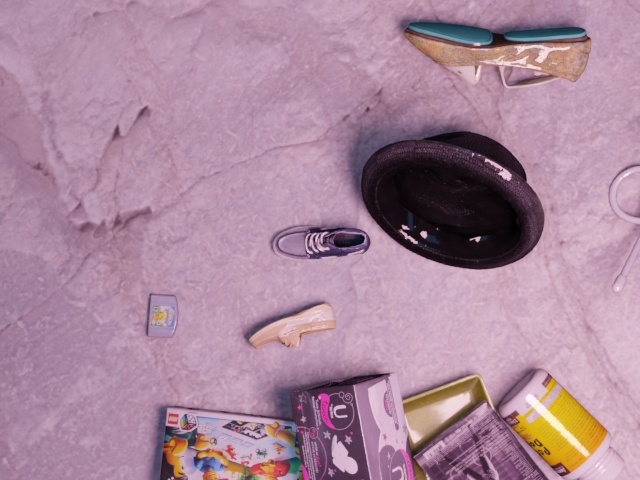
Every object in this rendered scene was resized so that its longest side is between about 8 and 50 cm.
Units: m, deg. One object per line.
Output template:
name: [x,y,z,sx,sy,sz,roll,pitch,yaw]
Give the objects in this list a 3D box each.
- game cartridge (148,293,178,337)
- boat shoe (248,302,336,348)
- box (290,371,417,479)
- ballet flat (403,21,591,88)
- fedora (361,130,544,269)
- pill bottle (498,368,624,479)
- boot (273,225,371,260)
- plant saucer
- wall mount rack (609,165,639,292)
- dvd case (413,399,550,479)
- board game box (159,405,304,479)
game cartridge: [-0.304,0.147,1.626,0.056,0.017,0.083,2,84,2]
boat shoe: [-0.050,0.173,1.574,0.170,0.063,0.059,-23,76,2]
box: [0.066,0.368,1.468,0.142,0.163,0.247,-12,84,33]
ballet flat: [0.329,-0.346,1.582,0.348,0.123,0.123,4,84,8]
fedora: [0.248,-0.096,1.513,0.334,0.334,0.152,24,52,8]
pill bottle: [0.428,0.339,1.481,0.117,0.117,0.215,-45,81,-1]
boot: [0.000,0.000,1.577,0.190,0.086,0.069,-5,83,5]
plant saucer: [0.237,0.361,1.534,0.188,0.045,0.188,-21,82,3]
wall mount rack: [0.651,-0.030,1.434,0.350,0.130,0.304,10,82,33]
dvd case: [0.297,0.418,1.486,0.164,0.018,0.221,-39,92,3]
board game box: [-0.145,0.422,1.559,0.305,0.053,0.193,5,84,6]
